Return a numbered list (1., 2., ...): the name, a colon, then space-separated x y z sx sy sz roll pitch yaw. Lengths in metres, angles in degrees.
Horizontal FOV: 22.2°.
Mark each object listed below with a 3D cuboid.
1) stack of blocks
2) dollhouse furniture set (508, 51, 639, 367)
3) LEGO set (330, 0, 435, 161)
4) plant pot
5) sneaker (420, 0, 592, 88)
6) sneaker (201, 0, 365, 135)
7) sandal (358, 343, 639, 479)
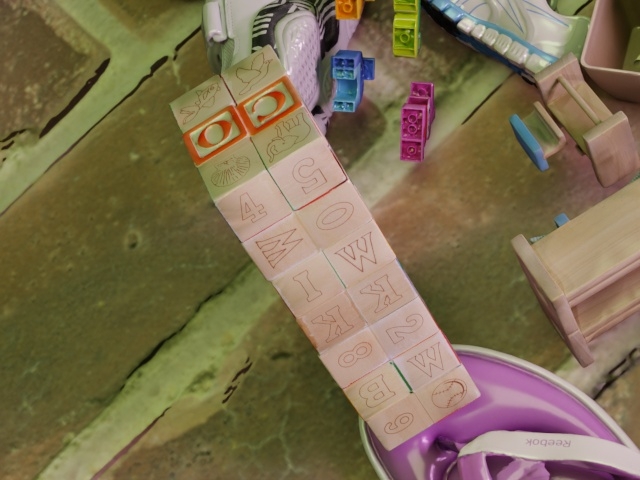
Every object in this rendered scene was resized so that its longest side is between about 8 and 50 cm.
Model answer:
1. stack of blocks: 0.000 0.000 1.223 0.087 0.297 0.171 -31 41 2
2. dollhouse furniture set: 0.205 -0.023 1.303 0.129 0.129 0.183 -32 55 1
3. LEGO set: 0.054 -0.191 1.379 0.087 0.093 0.227 5 112 12
4. plant pot: 0.282 -0.163 1.348 0.109 0.096 0.109 11 73 17
5. sneaker: 0.158 -0.197 1.396 0.191 0.071 0.083 36 90 29
6. sneaker: -0.081 -0.208 1.439 0.210 0.137 0.365 10 67 18
7. sandal: 0.195 0.213 1.221 0.416 0.102 0.169 40 82 25
